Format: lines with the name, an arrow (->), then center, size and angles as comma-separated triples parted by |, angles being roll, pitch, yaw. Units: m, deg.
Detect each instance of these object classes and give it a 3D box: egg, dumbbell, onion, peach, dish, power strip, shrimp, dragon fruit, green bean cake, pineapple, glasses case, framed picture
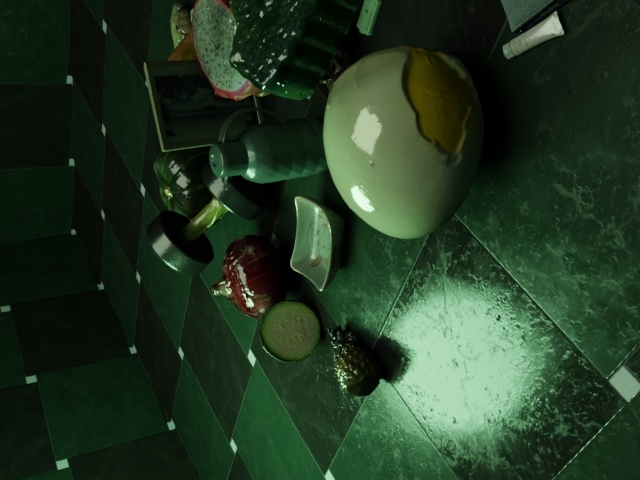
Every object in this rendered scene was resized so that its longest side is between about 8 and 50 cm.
egg -> 0.145, -0.169, 1.230 | 0.283, 0.283, 0.344 | 20, 120, 54
dumbbell -> -0.317, -0.071, 1.951 | 0.322, 0.204, 0.203 | -43, 59, 17
onion -> -0.206, 0.105, 1.953 | 0.252, 0.219, 0.251 | 167, 90, -72
peach -> -0.335, -0.486, 1.951 | 0.214, 0.214, 0.235 | 3, 96, 58
dish -> 0.000, 0.000, 1.719 | 0.151, 0.077, 0.212 | 35, 130, 45
power strip -> 0.101, -0.472, 1.436 | 0.040, 0.016, 0.090 | 51, 140, 31
shrimp -> -0.428, -0.572, 2.199 | 0.247, 0.085, 0.360 | 164, 96, -68
dragon fruit -> -0.179, -0.496, 1.733 | 0.291, 0.189, 0.290 | 36, 137, 41
green bean cake -> -0.091, -0.493, 1.487 | 0.308, 0.169, 0.300 | 41, 110, 26
pineapple -> 0.073, 0.288, 1.704 | 0.197, 0.108, 0.108 | -119, 33, -46
glasses case -> 0.048, -0.347, 1.518 | 0.193, 0.070, 0.102 | 64, 145, 19
framed picture -> -0.297, -0.366, 1.828 | 0.024, 0.315, 0.231 | -8, 95, 56

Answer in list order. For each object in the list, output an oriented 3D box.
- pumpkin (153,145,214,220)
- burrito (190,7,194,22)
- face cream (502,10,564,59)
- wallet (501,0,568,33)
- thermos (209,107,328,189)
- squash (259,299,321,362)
pumpkin -> -0.395, -0.184, 2.168 | 0.300, 0.207, 0.300 | 36, 142, 35
burrito -> -0.324, -0.645, 2.014 | 0.203, 0.064, 0.064 | 34, 129, 47
face cream -> 0.339, -0.325, 1.107 | 0.115, 0.020, 0.038 | -19, 90, 56
wallet -> 0.342, -0.439, 1.044 | 0.222, 0.036, 0.167 | -30, 76, 58
thermos -> -0.119, -0.222, 1.626 | 0.145, 0.287, 0.182 | 26, 122, 52
squash -> -0.090, 0.256, 1.893 | 0.123, 0.170, 0.170 | 123, 128, -68
